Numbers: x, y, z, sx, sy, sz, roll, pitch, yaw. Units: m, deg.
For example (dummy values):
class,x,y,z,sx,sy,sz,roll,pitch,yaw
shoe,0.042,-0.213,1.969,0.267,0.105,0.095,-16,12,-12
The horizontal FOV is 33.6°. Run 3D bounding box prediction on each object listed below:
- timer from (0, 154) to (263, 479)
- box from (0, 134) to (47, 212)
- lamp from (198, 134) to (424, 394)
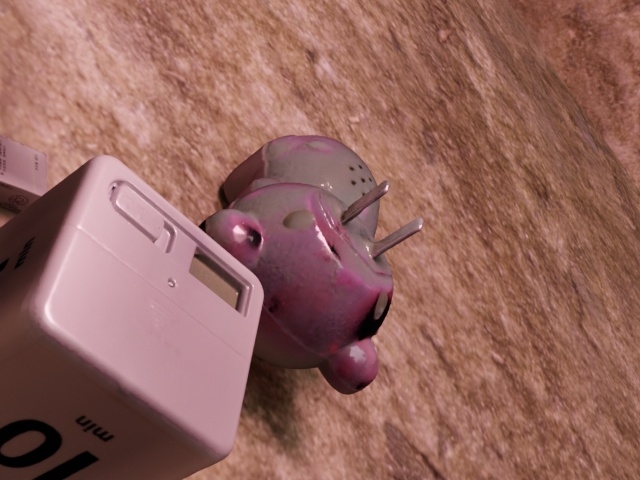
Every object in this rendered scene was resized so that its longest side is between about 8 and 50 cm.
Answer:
class,x,y,z,sx,sy,sz,roll,pitch,yaw
timer,-0.185,0.085,0.841,0.192,0.195,0.194,42,34,-27
box,-0.337,-0.085,0.918,0.218,0.039,0.055,24,47,-44
lamp,0.000,0.000,1.151,0.247,0.247,0.301,50,24,-20
